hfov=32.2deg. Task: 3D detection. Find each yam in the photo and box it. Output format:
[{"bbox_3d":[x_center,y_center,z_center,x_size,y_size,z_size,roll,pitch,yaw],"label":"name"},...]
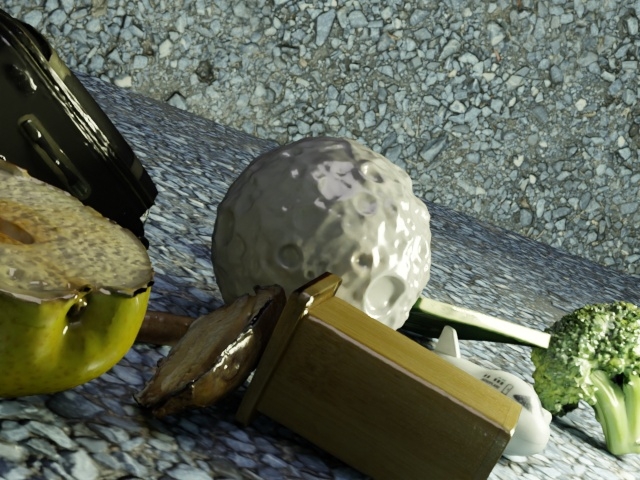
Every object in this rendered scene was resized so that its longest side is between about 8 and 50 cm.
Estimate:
[{"bbox_3d":[-0.201,0.124,1.523,0.264,0.046,0.046,14,15,-37],"label":"yam"}]

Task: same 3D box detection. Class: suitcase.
[{"bbox_3d":[-0.421,-0.159,1.633,0.283,0.194,0.434,36,-15,49],"label":"suitcase"}]

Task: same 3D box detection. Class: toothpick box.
[{"bbox_3d":[0.081,0.203,1.396,0.308,0.190,0.187,29,11,10],"label":"toothpick box"}]

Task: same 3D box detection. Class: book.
[{"bbox_3d":[0.184,0.130,1.905,0.260,0.043,0.371,18,-8,-25],"label":"book"}]

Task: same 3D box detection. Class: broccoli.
[{"bbox_3d":[0.477,0.218,1.892,0.288,0.260,0.235,-10,25,-17],"label":"broccoli"}]

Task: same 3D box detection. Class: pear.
[{"bbox_3d":[-0.372,0.050,1.177,0.340,0.191,0.386,4,23,-47],"label":"pear"}]

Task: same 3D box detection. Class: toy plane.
[{"bbox_3d":[0.248,0.238,1.690,0.252,0.118,0.252,22,15,-6],"label":"toy plane"}]

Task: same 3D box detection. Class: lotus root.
[{"bbox_3d":[-0.121,0.149,1.380,0.078,0.167,0.329,58,22,-9],"label":"lotus root"}]

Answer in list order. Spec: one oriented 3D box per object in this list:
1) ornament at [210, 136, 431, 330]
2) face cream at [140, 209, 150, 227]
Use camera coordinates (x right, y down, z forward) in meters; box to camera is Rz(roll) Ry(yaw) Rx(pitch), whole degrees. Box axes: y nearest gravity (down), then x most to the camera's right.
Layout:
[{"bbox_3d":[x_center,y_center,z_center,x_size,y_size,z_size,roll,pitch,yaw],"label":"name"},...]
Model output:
[{"bbox_3d":[0.000,0.000,1.664,0.337,0.337,0.337,22,12,-5],"label":"ornament"},{"bbox_3d":[-0.442,-0.088,1.938,0.291,0.071,0.144,18,14,-17],"label":"face cream"}]
